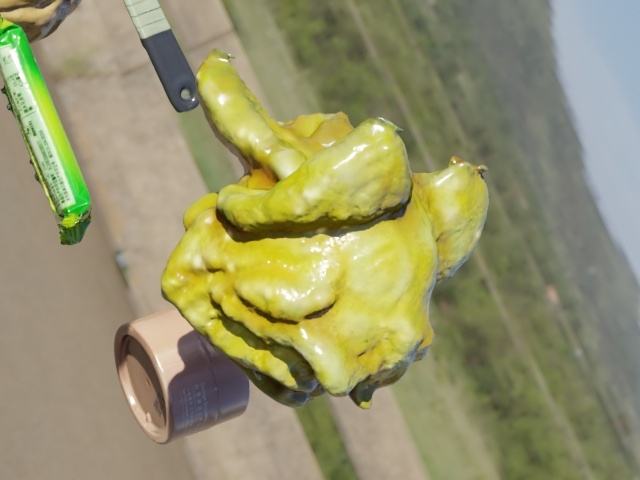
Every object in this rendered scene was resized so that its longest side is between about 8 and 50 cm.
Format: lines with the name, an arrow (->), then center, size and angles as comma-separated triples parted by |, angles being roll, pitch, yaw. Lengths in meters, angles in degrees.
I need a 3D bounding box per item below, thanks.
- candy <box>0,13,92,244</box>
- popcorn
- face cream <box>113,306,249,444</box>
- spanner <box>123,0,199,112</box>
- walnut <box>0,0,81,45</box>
candy -> -0.213, -0.087, 1.412 | 0.102, 0.032, 0.178 | 129, -60, -76
popcorn -> -0.011, -0.001, 1.767 | 0.321, 0.290, 0.325 | 27, -26, -14
face cream -> -0.162, 0.152, 2.162 | 0.149, 0.104, 0.149 | 42, -39, 46
spanner -> -0.204, -0.287, 2.066 | 0.024, 0.087, 0.316 | 5, -55, 57
walnut -> -0.362, -0.296, 1.947 | 0.245, 0.198, 0.198 | 23, -2, 10
